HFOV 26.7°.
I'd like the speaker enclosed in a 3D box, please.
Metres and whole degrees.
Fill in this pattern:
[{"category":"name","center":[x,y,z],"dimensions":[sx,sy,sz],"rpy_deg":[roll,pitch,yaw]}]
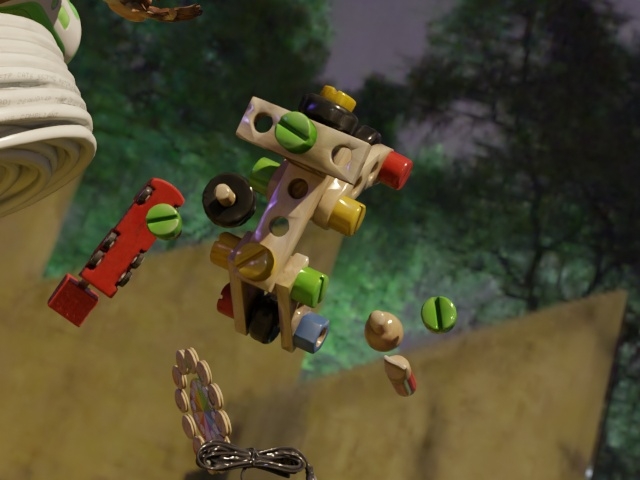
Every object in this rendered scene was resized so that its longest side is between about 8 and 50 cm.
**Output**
[{"category":"speaker","center":[-0.406,-0.325,1.816],"dimensions":[0.131,0.131,0.296],"rpy_deg":[16,-12,5]}]

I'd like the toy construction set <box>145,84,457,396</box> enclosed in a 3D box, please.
[{"category":"toy construction set","center":[0.000,0.000,1.289],"dimensions":[0.309,0.257,0.237],"rpy_deg":[52,-3,16]}]

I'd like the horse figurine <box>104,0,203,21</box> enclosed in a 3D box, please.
[{"category":"horse figurine","center":[-0.319,-0.412,2.147],"dimensions":[0.263,0.066,0.174],"rpy_deg":[35,-15,-28]}]

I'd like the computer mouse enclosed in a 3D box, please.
[{"category":"computer mouse","center":[-0.072,0.389,1.766],"dimensions":[0.184,0.262,0.060],"rpy_deg":[5,-33,-33]}]

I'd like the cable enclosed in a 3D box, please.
[{"category":"cable","center":[-0.264,-0.050,0.799],"dimensions":[0.257,0.089,0.257],"rpy_deg":[-22,-8,7]}]

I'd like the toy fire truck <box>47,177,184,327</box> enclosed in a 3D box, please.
[{"category":"toy fire truck","center":[-0.231,0.013,1.521],"dimensions":[0.047,0.192,0.135],"rpy_deg":[37,-5,-13]}]

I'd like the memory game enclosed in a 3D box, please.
[{"category":"memory game","center":[-0.167,0.238,1.878],"dimensions":[0.012,0.186,0.186],"rpy_deg":[-15,-7,-26]}]

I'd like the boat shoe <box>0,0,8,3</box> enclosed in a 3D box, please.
[{"category":"boat shoe","center":[-0.392,-0.255,1.263],"dimensions":[0.121,0.341,0.110],"rpy_deg":[29,-40,40]}]
